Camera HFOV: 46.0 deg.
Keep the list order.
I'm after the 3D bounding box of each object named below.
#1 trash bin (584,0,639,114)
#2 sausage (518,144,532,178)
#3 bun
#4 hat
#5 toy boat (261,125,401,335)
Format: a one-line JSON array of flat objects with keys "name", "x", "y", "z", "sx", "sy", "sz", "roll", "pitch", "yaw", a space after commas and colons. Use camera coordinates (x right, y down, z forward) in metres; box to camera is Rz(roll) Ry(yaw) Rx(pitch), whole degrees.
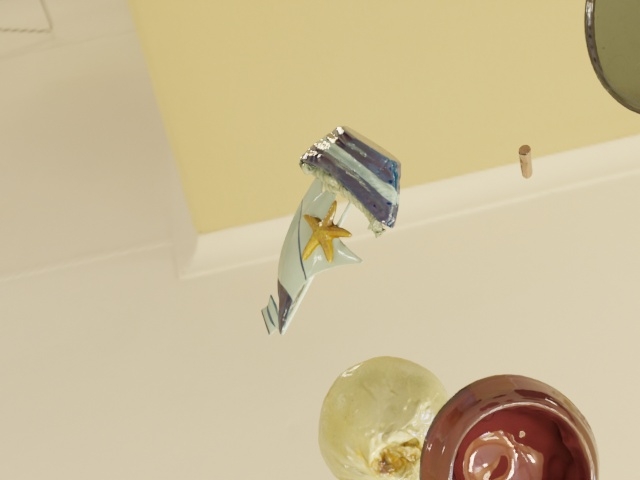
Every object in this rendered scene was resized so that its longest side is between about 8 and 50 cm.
[{"name": "trash bin", "x": 0.566, "y": -0.276, "z": 0.911, "sx": 0.431, "sy": 0.280, "sz": 0.280, "roll": -7, "pitch": -144, "yaw": -26}, {"name": "sausage", "x": 0.420, "y": -0.158, "z": 1.536, "sx": 0.026, "sy": 0.116, "sz": 0.026, "roll": -7, "pitch": -113, "yaw": 16}, {"name": "bun", "x": 0.096, "y": 0.279, "z": 1.066, "sx": 0.222, "sy": 0.222, "sz": 0.127, "roll": -7, "pitch": -166, "yaw": 3}, {"name": "hat", "x": 0.200, "y": 0.246, "z": 0.809, "sx": 0.205, "sy": 0.206, "sz": 0.089, "roll": -15, "pitch": 176, "yaw": -6}, {"name": "toy boat", "x": 0.000, "y": 0.000, "z": 0.989, "sx": 0.067, "sy": 0.291, "sz": 0.220, "roll": 12, "pitch": -159, "yaw": -37}]
